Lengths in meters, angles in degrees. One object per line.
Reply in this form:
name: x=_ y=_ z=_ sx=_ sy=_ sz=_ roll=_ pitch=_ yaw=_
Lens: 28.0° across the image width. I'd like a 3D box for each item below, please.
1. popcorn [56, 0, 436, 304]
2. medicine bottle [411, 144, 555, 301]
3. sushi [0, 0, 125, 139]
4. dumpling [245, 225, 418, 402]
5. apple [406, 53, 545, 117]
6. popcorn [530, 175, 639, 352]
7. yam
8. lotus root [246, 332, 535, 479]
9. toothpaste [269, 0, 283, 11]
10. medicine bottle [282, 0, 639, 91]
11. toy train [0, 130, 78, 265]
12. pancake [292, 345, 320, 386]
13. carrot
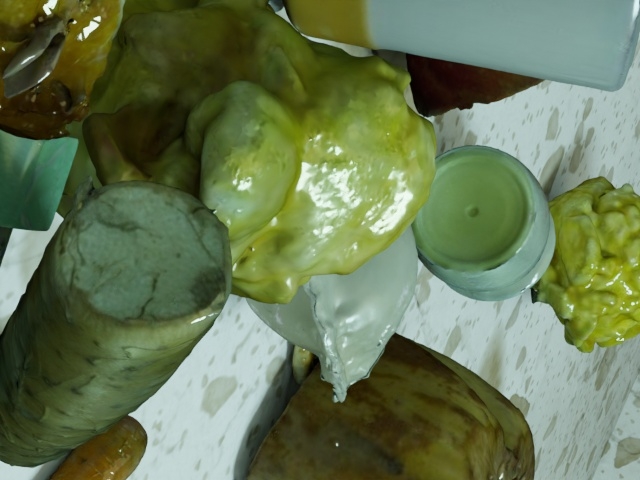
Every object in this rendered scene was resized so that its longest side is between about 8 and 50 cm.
popcorn: x=-0.057 y=-0.049 z=0.745 sx=0.192 sy=0.233 sz=0.266 roll=-61 pitch=176 yaw=13
medicine bottle: x=0.171 y=-0.016 z=1.356 sx=0.147 sy=0.147 sz=0.143 roll=-66 pitch=158 yaw=-6
sushi: x=-0.157 y=-0.176 z=0.482 sx=0.179 sy=0.167 sz=0.296 roll=-42 pitch=105 yaw=-37
dumpling: x=0.000 y=0.000 z=1.028 sx=0.172 sy=0.142 sz=0.247 roll=58 pitch=27 yaw=-61
apple: x=0.177 y=-0.216 z=1.100 sx=0.346 sy=0.179 sz=0.254 roll=-135 pitch=-123 yaw=-79
popcorn: x=0.390 y=0.041 z=1.821 sx=0.225 sy=0.249 sz=0.249 roll=-33 pitch=148 yaw=-7
yam: x=-0.126 y=0.062 z=0.646 sx=0.083 sy=0.083 sz=0.371 roll=-56 pitch=-174 yaw=-27
lotus root: x=0.092 y=0.220 z=1.279 sx=0.316 sy=0.250 sz=0.316 roll=-43 pitch=142 yaw=-47
toothpaste: x=-0.023 y=-0.270 z=0.859 sx=0.058 sy=0.056 sz=0.314 roll=-131 pitch=-125 yaw=-74
medicine bottle: x=0.113 y=-0.232 z=0.846 sx=0.238 sy=0.232 sz=0.238 roll=13 pitch=90 yaw=-80
toy train: x=-0.197 y=0.001 z=0.610 sx=0.081 sy=0.125 sz=0.194 roll=9 pitch=100 yaw=-62
pancake: x=0.018 y=0.076 z=1.254 sx=0.158 sy=0.028 sz=0.158 roll=-46 pitch=148 yaw=-40
carrot: x=-0.187 y=0.197 z=0.895 sx=0.191 sy=0.047 sz=0.047 roll=-52 pitch=151 yaw=-32
